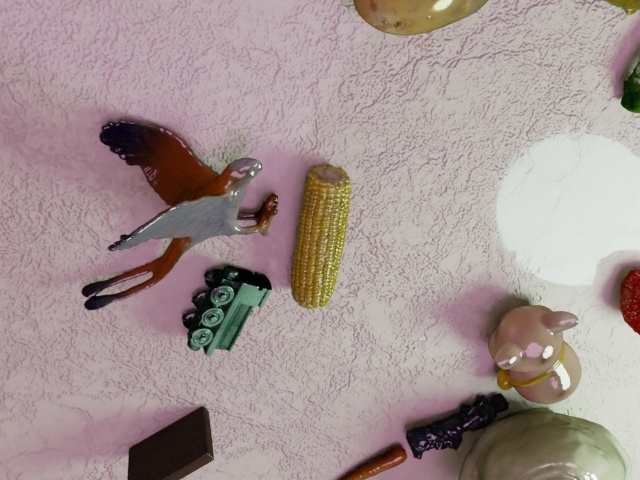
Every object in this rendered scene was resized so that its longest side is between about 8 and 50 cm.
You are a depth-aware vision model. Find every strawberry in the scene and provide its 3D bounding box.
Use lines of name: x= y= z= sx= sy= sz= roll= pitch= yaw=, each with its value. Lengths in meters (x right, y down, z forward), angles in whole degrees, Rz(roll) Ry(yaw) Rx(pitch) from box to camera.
strawberry: x=0.652 y=0.127 z=1.385 sx=0.148 sy=0.131 sz=0.131 roll=36 pitch=110 yaw=18

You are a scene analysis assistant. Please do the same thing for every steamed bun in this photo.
steamed bun: x=0.428 y=0.476 z=1.438 sx=0.352 sy=0.247 sz=0.339 roll=11 pitch=125 yaw=-50

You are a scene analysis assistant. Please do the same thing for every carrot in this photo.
carrot: x=0.095 y=0.483 z=1.481 sx=0.190 sy=0.037 sz=0.037 roll=-29 pitch=120 yaw=7

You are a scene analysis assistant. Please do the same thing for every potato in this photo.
potato: x=0.155 y=-0.373 z=0.991 sx=0.233 sy=0.146 sz=0.150 roll=-21 pitch=150 yaw=-3

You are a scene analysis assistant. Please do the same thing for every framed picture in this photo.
framed picture: x=-0.274 y=0.389 z=1.285 sx=0.168 sy=0.128 sz=0.023 roll=-31 pitch=120 yaw=3

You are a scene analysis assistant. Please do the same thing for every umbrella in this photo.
umbrella: x=0.286 y=0.384 z=1.455 sx=0.224 sy=0.071 sz=0.080 roll=-25 pitch=148 yaw=-5

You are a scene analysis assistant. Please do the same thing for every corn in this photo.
corn: x=0.000 y=0.000 z=1.174 sx=0.081 sy=0.081 sz=0.249 roll=3 pitch=116 yaw=-15

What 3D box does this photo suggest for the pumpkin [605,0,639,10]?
pumpkin: x=0.428 y=-0.484 z=0.905 sx=0.199 sy=0.332 sz=0.332 roll=-40 pitch=120 yaw=-6

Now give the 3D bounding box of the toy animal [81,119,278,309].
toy animal: x=-0.208 y=-0.006 z=1.100 sx=0.301 sy=0.225 sz=0.284 roll=-4 pitch=138 yaw=-24

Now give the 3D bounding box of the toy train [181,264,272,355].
toy train: x=-0.164 y=0.122 z=1.208 sx=0.111 sy=0.071 sz=0.171 roll=18 pitch=112 yaw=-29

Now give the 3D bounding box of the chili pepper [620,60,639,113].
chili pepper: x=0.583 y=-0.322 z=1.146 sx=0.100 sy=0.074 sz=0.257 roll=37 pitch=106 yaw=19

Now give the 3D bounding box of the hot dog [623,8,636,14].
hot dog: x=0.532 y=-0.414 z=1.113 sx=0.137 sy=0.028 sz=0.044 roll=-41 pitch=145 yaw=12

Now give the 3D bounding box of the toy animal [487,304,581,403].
toy animal: x=0.414 y=0.225 z=1.362 sx=0.165 sy=0.149 sz=0.248 roll=-43 pitch=131 yaw=-6
